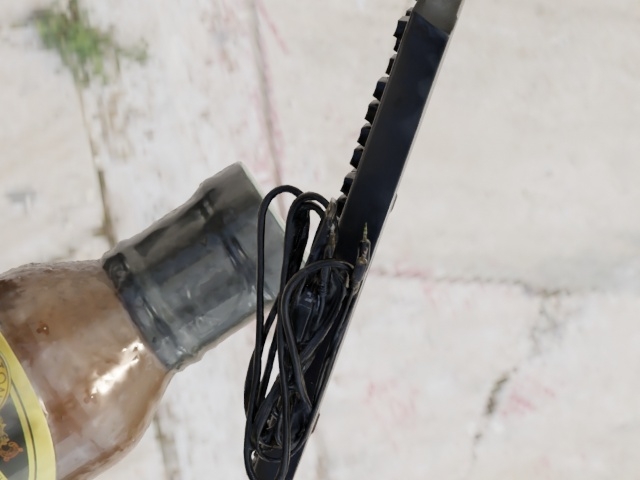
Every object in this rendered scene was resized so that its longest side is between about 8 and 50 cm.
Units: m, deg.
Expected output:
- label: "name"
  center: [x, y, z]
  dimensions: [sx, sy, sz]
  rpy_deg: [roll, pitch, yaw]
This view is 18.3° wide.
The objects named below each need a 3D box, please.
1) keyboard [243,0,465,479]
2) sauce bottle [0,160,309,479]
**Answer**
- label: "keyboard"
  center: [0.000, 0.000, 0.619]
  dimensions: [0.038, 0.100, 0.192]
  rpy_deg: [19, 116, 3]
- label: "sauce bottle"
  center: [-0.161, 0.084, 0.923]
  dimensions: [0.344, 0.111, 0.111]
  rpy_deg: [-35, 126, 0]
